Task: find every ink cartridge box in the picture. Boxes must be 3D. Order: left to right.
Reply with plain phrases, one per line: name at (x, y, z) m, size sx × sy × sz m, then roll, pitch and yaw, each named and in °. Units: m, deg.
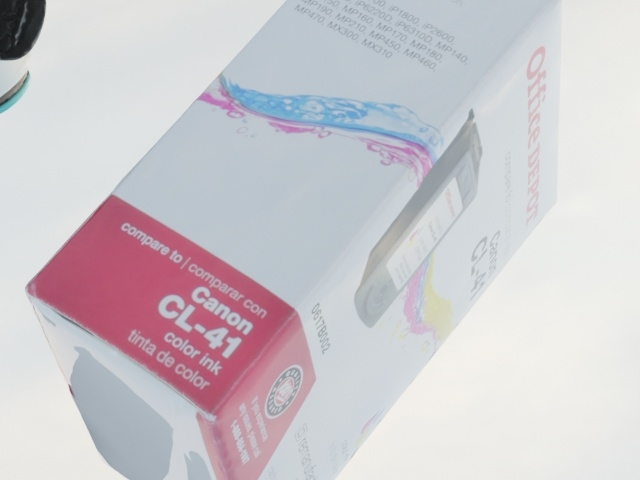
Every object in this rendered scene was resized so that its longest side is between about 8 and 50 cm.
ink cartridge box at (0.000, 0.000, 0.956) m, size 0.131 × 0.226 × 0.306 m, roll 33°, pitch -112°, yaw 22°

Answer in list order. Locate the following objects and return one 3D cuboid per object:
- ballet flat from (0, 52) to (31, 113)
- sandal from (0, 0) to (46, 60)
ballet flat at (-0.438, -0.131, 1.485) m, size 0.400 × 0.139 × 0.139 m, roll -16°, pitch -164°, yaw 21°
sandal at (-0.208, -0.127, 0.934) m, size 0.040 × 0.067 × 0.179 m, roll 27°, pitch -163°, yaw 33°
